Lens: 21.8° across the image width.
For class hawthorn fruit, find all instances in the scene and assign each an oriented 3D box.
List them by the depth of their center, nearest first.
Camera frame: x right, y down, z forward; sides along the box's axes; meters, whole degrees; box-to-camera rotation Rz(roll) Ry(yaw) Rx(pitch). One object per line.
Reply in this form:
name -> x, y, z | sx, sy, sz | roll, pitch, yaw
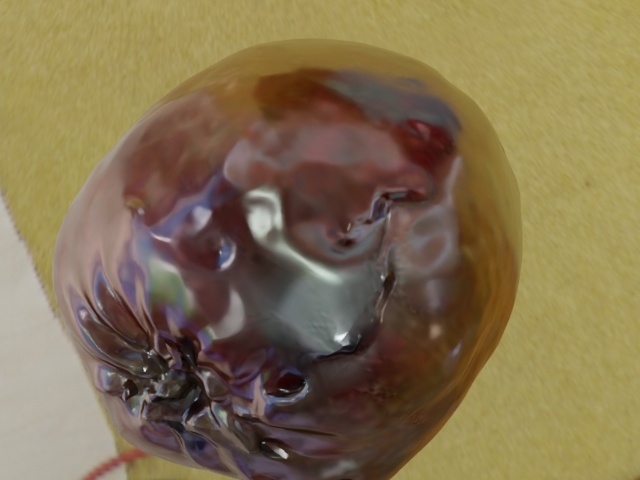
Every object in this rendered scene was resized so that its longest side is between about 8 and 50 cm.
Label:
hawthorn fruit -> -0.006, 0.015, 1.102 | 0.324, 0.308, 0.308 | -22, 112, -31
